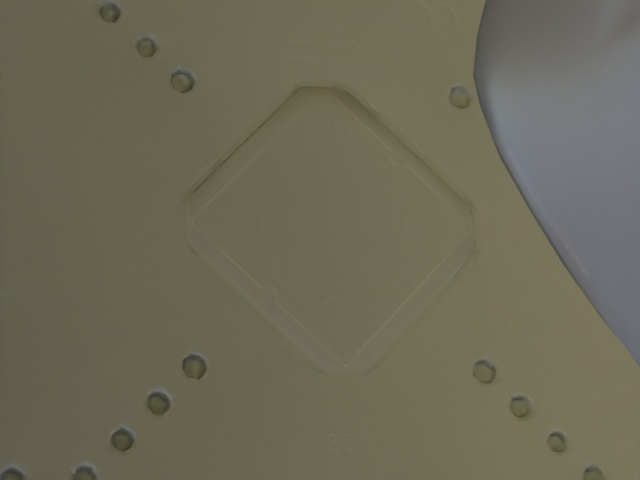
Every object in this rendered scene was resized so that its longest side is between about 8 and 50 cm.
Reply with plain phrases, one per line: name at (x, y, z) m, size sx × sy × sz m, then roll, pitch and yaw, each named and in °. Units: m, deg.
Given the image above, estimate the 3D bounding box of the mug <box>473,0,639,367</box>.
mug at (0.209, -0.105, 0.448) m, size 0.276 × 0.328 × 0.374 m, roll 43°, pitch -160°, yaw -19°

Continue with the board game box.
board game box at (0.000, 0.000, 0.879) m, size 0.390 × 0.390 × 0.050 m, roll 2°, pitch 161°, yaw -16°
